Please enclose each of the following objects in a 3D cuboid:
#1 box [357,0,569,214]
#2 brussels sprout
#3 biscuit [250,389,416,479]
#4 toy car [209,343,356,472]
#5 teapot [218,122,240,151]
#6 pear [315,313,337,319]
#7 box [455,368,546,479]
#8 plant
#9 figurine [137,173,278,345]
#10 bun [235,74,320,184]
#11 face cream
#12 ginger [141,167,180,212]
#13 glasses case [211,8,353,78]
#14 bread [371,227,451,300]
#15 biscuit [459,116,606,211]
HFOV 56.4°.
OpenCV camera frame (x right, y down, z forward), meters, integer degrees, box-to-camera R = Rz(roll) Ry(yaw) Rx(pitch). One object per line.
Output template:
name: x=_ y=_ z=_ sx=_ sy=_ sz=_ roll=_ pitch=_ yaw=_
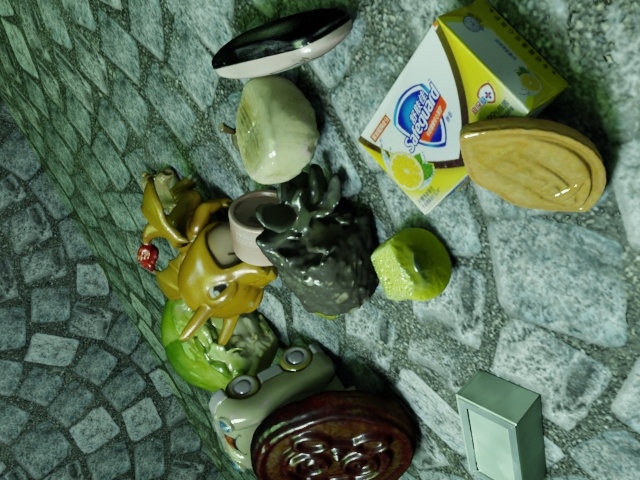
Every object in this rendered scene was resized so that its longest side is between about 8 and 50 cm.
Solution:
box: x=0.181 y=-0.173 z=0.827 sx=0.168 sy=0.097 sz=0.265 roll=50 pitch=148 yaw=6
brussels sprout: x=-0.309 y=0.287 z=1.781 sx=0.371 sy=0.276 sz=0.315 roll=34 pitch=131 yaw=19
biscuit: x=0.033 y=0.515 z=1.437 sx=0.091 sy=0.407 sz=0.407 roll=-101 pitch=5 yaw=-50
toy car: x=-0.087 y=0.451 z=1.534 sx=0.226 sy=0.336 sz=0.242 roll=43 pitch=149 yaw=41
teapot: x=-0.165 y=-0.230 z=1.249 sx=0.080 sy=0.110 sz=0.085 roll=35 pitch=102 yaw=52
pear: x=0.006 y=0.115 z=1.340 sx=0.131 sy=0.107 sz=0.107 roll=49 pitch=150 yaw=32
box: x=0.346 y=0.376 z=1.143 sx=0.129 sy=0.086 sz=0.225 roll=18 pitch=134 yaw=45
plant: x=0.000 y=0.000 z=1.162 sx=0.188 sy=0.199 sz=0.276 roll=1 pitch=125 yaw=46
figurine: x=-0.307 y=0.052 z=1.546 sx=0.387 sy=0.268 sz=0.401 roll=53 pitch=141 yaw=29
bun: x=-0.078 y=-0.210 z=1.116 sx=0.178 sy=0.128 sz=0.193 roll=-53 pitch=51 yaw=51
face cream: x=-0.126 y=-0.030 z=1.329 sx=0.149 sy=0.149 sz=0.104 roll=33 pitch=142 yaw=32
ginger: x=-0.463 y=-0.143 z=1.753 sx=0.213 sy=0.074 sz=0.137 roll=2 pitch=112 yaw=48
glasses case: x=-0.074 y=-0.326 z=1.002 sx=0.314 sy=0.122 sz=0.075 roll=8 pitch=132 yaw=50
bread: x=0.161 y=0.045 z=1.052 sx=0.114 sy=0.111 sz=0.129 roll=-28 pitch=78 yaw=63
biscuit: x=0.268 y=-0.090 z=0.742 sx=0.221 sy=0.029 sz=0.142 roll=27 pitch=146 yaw=-25
